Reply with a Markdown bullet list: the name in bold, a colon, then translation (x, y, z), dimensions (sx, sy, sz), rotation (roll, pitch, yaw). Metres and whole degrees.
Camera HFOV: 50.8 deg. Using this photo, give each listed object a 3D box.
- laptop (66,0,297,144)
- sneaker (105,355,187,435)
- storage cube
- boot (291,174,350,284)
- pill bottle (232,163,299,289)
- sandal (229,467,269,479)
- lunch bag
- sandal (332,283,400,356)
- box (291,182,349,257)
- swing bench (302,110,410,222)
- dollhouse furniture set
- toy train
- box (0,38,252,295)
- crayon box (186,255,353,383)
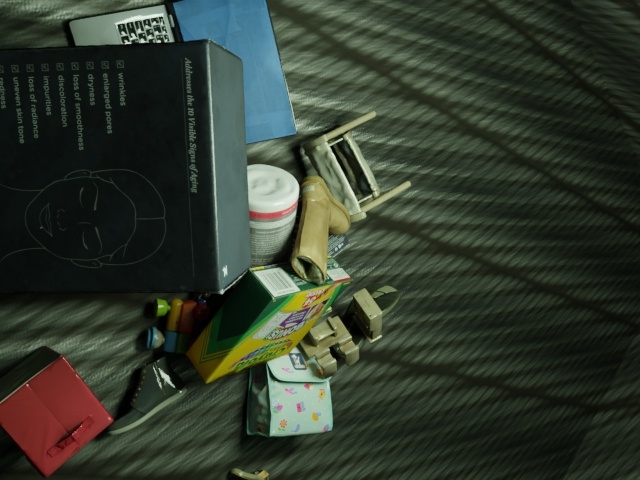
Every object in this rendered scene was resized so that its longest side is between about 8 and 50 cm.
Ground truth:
- **laptop**: translation (-0.321, -0.384, 1.619), dimensions (0.408, 0.236, 0.382), rotation (-25, 109, -34)
- **sneaker**: translation (-0.463, 0.393, 1.710), dimensions (0.222, 0.083, 0.118), rotation (-31, 95, -24)
- **storage cube**: translation (-0.613, 0.372, 1.495), dimensions (0.183, 0.215, 0.193), rotation (-40, 111, -27)
- **boot**: translation (0.000, 0.000, 1.727), dimensions (0.236, 0.089, 0.269), rotation (49, 34, -42)
- **pill bottle**: translation (-0.156, -0.016, 1.702), dimensions (0.176, 0.176, 0.319), rotation (-23, 138, -35)
- **sandal**: translation (-0.186, 0.689, 1.967), dimensions (0.180, 0.072, 0.049), rotation (34, 53, -32)
- **lunch bag**: translation (-0.089, 0.427, 1.952), dimensions (0.223, 0.160, 0.262), rotation (8, 76, -35)
- **sandal**: translation (0.139, 0.254, 2.157), dimensions (0.303, 0.120, 0.086), rotation (-47, 149, -23)
- **box**: translation (-0.033, -0.055, 1.940), dimensions (0.108, 0.153, 0.207), rotation (-36, 117, -30)
- **swing bench**: translation (0.087, -0.205, 1.959), dimensions (0.254, 0.165, 0.253), rotation (-33, 101, -40)
- **dollhouse furniture set**: translation (0.055, 0.271, 1.998), dimensions (0.242, 0.212, 0.161), rotation (-27, 149, -13)
- **toy train**: translation (-0.366, 0.171, 1.744), dimensions (0.143, 0.105, 0.248), rotation (9, 90, -26)
- **box**: translation (-0.408, -0.146, 1.395), dimensions (0.297, 0.471, 0.480), rotation (-47, 137, -79)
- **crayon box**: translation (-0.124, 0.195, 1.737), dimensions (0.313, 0.106, 0.363), rotation (-52, 157, 25)
